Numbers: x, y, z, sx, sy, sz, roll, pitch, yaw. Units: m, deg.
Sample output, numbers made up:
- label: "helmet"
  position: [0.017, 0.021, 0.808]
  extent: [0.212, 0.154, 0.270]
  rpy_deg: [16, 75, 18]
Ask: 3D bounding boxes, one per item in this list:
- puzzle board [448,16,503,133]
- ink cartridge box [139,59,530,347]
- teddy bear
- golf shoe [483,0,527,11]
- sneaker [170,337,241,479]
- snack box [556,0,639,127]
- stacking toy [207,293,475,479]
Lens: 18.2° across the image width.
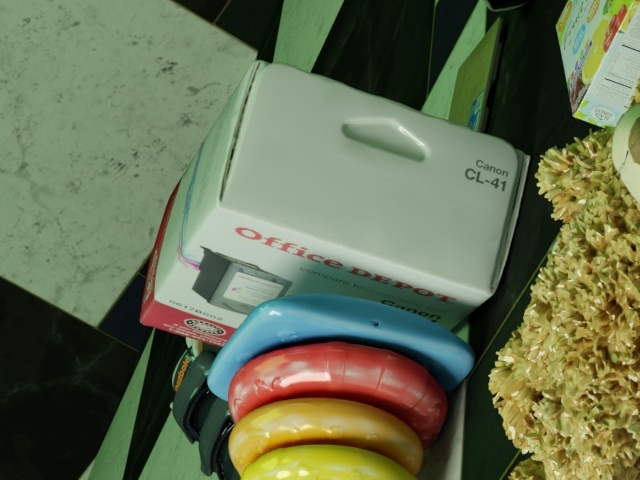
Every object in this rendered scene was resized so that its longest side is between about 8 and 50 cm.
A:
- label: "puzzle board"
  position: [0.129, -0.115, 1.710]
  extent: [0.096, 0.011, 0.128]
  rpy_deg: [128, 157, -60]
- label: "ink cartridge box"
  position: [0.000, 0.000, 1.580]
  extent: [0.306, 0.226, 0.131]
  rpy_deg: [131, 155, -67]
- label: "teddy bear"
  position: [0.157, 0.029, 1.002]
  extent: [0.338, 0.113, 0.245]
  rpy_deg: [125, 158, -60]
- label: "golf shoe"
  position: [0.141, -0.233, 1.668]
  extent: [0.198, 0.077, 0.094]
  rpy_deg: [149, 138, -77]
- label: "sneaker"
  position: [-0.092, 0.180, 2.064]
  extent: [0.321, 0.127, 0.126]
  rpy_deg: [-95, 27, -64]
- label: "snack box"
  position: [0.196, -0.148, 1.320]
  extent: [0.141, 0.037, 0.100]
  rpy_deg: [-87, 19, -58]
- label: "stacking toy"
  position: [0.005, 0.205, 1.414]
  extent: [0.166, 0.175, 0.301]
  rpy_deg: [125, 154, -54]
